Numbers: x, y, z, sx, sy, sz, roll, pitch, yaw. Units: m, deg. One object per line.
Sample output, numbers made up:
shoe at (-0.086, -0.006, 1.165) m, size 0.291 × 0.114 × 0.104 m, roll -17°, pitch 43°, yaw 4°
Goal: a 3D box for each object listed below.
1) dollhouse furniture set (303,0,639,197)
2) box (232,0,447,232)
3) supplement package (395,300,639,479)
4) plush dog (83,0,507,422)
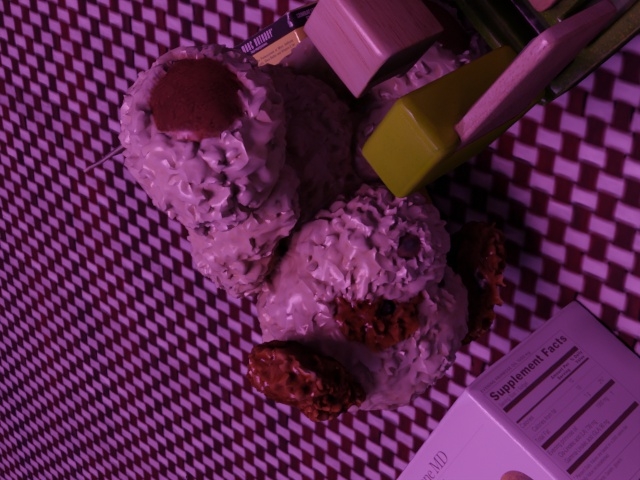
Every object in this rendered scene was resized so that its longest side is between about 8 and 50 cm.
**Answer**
dollhouse furniture set at (0.041, -0.205, 0.556) m, size 0.301 × 0.197 × 0.151 m, roll 53°, pitch 140°, yaw 8°
box at (0.019, -0.053, 0.778) m, size 0.087 × 0.058 × 0.232 m, roll -21°, pitch 96°, yaw 49°
supplement package at (0.189, 0.185, 0.685) m, size 0.244 × 0.134 × 0.139 m, roll 44°, pitch 137°, yaw 18°
plush dog at (0.000, 0.000, 0.652) m, size 0.210 × 0.262 × 0.225 m, roll -37°, pitch 81°, yaw 50°
